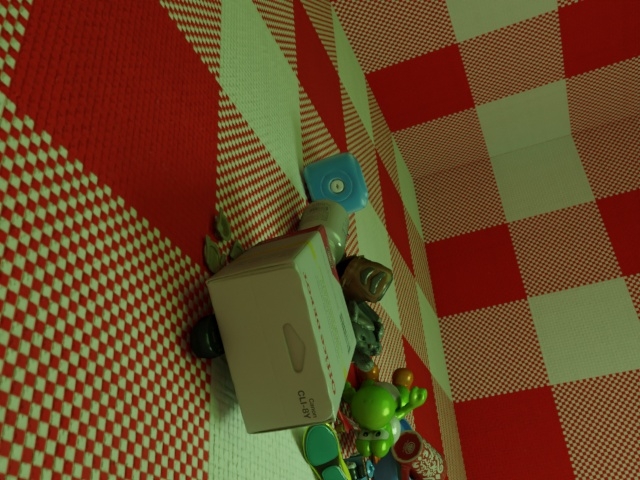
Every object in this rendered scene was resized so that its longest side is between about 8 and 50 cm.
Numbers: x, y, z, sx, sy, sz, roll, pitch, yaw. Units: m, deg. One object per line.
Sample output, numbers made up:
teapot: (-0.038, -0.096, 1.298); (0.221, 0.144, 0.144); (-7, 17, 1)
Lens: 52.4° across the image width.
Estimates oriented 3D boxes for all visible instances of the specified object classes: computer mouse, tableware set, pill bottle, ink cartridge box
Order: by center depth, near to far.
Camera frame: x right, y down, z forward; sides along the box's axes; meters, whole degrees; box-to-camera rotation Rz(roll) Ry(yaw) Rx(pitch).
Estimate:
computer mouse: (-0.173, 0.162, 1.124); (0.242, 0.041, 0.071); (19, 58, -78)
ink cartridge box: (-0.055, 0.145, 1.219); (0.384, 0.160, 0.279); (-50, 127, -78)
tableware set: (-0.175, 0.030, 1.249); (0.141, 0.020, 0.168); (-90, 157, -43)
tableware set: (0.028, 0.440, 1.543); (0.154, 0.024, 0.104); (34, 43, -65)
pill bottle: (0.000, 0.000, 1.656); (0.229, 0.131, 0.131); (-76, 147, -59)

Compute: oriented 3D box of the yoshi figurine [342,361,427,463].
yoshi figurine: (0.158, 0.418, 1.718); (0.203, 0.203, 0.362); (48, 18, -4)

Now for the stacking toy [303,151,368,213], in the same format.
stacking toy: (0.049, -0.165, 1.997); (0.302, 0.166, 0.175); (-82, 155, -86)

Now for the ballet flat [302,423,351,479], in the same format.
ballet flat: (0.010, 0.465, 1.405); (0.077, 0.077, 0.231); (-121, -170, -66)

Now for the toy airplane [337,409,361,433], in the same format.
toy airplane: (0.039, 0.399, 1.549); (0.151, 0.028, 0.151); (51, 2, -3)

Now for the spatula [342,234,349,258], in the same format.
spatula: (0.074, 0.021, 2.060); (0.084, 0.030, 0.296); (56, 24, -54)

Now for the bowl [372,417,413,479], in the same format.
bowl: (0.243, 0.722, 1.909); (0.391, 0.077, 0.391); (-15, 90, -73)

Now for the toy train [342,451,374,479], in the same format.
toy train: (0.091, 0.595, 1.523); (0.105, 0.080, 0.184); (14, 62, -65)

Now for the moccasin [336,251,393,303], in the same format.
moccasin: (0.077, 0.098, 1.718); (0.147, 0.139, 0.380); (32, -2, -3)

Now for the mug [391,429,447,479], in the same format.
mug: (0.267, 0.607, 1.767); (0.150, 0.113, 0.169); (-92, 156, -43)

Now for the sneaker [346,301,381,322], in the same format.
sneaker: (0.098, 0.250, 1.891); (0.118, 0.083, 0.222); (52, 28, -10)

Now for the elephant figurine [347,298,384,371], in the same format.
elephant figurine: (0.075, 0.232, 1.629); (0.239, 0.186, 0.169); (47, 56, -71)
